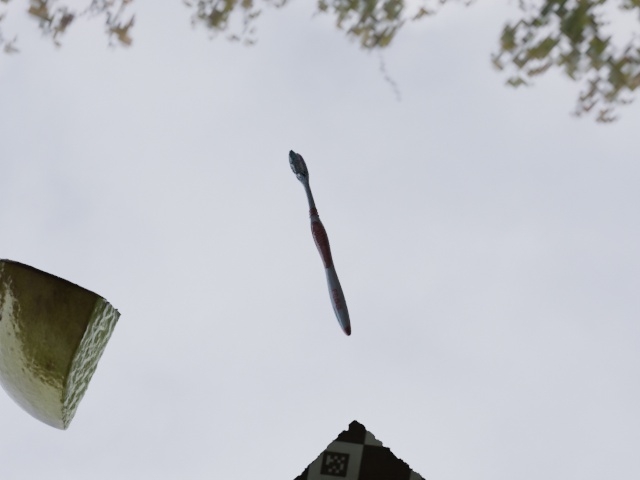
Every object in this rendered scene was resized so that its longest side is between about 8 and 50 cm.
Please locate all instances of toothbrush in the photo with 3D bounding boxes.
[{"bbox_3d":[0.000,0.000,1.256,0.019,0.013,0.193,38,-150,-56],"label":"toothbrush"}]

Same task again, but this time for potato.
[{"bbox_3d":[-0.271,0.087,1.274,0.149,0.081,0.120,17,-105,21],"label":"potato"}]

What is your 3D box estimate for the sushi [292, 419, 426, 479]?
[{"bbox_3d":[0.034,0.320,1.328,0.219,0.231,0.047,42,-169,-12],"label":"sushi"}]
